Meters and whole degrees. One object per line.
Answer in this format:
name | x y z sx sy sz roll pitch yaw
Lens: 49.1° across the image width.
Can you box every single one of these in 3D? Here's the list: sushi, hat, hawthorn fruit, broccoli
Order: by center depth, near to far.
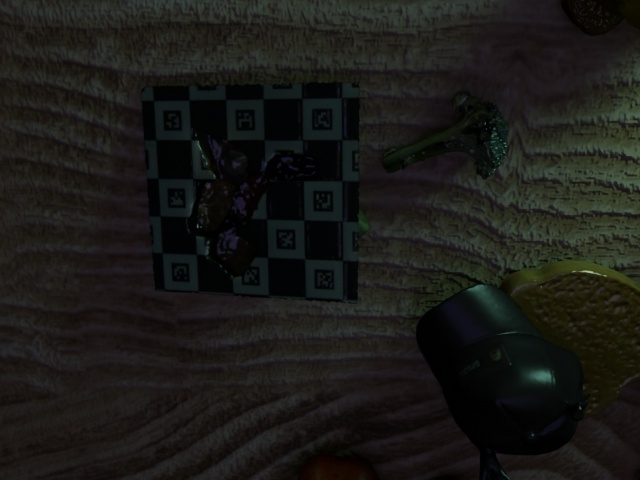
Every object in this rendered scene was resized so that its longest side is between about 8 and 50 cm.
broccoli | 0.197 -0.150 1.109 0.204 0.118 0.122 -11 123 23
hat | 0.299 0.248 1.138 0.238 0.209 0.336 -38 104 19
sushi | -0.105 -0.079 1.140 0.359 0.064 0.343 2 101 15
hawthorn fruit | 0.030 0.532 1.300 0.207 0.243 0.207 0 114 1

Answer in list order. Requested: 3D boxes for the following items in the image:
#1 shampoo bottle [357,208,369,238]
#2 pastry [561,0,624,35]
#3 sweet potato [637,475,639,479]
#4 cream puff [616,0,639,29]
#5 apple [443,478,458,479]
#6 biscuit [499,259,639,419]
shampoo bottle | 0.000 0.000 1.175 0.162 0.079 0.079 -40 105 15
pastry | 0.407 -0.359 1.032 0.097 0.057 0.109 4 113 -1
sweet potato | 0.713 0.447 1.345 0.202 0.058 0.055 -10 132 5
cream puff | 0.543 -0.403 0.901 0.257 0.291 0.324 35 73 -30
apple | 0.259 0.524 1.367 0.114 0.099 0.102 39 105 -9
biscuit | 0.418 0.190 1.250 0.312 0.057 0.351 36 109 -11
